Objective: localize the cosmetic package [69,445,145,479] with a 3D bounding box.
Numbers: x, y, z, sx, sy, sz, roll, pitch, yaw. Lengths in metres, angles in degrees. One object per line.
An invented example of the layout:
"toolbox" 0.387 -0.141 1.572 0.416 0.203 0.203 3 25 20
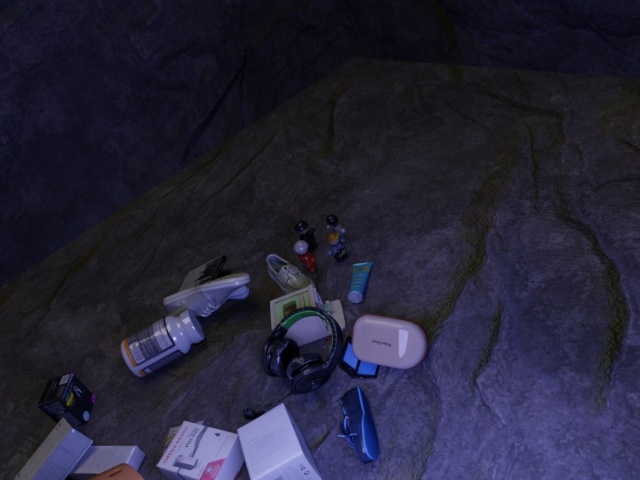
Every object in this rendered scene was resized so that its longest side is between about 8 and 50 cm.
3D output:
"cosmetic package" -0.689 0.719 1.730 0.239 0.060 0.099 -9 35 24

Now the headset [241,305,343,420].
"headset" -0.097 0.383 1.665 0.243 0.185 0.394 22 79 37

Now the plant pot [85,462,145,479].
"plant pot" -0.562 0.747 1.444 0.290 0.291 0.203 9 29 41

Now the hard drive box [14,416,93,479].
"hard drive box" -0.870 0.715 1.753 0.181 0.089 0.232 -7 42 56

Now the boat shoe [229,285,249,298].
"boat shoe" -0.401 0.201 2.236 0.226 0.076 0.083 -10 36 22

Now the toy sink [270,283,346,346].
"toy sink" -0.047 0.256 1.881 0.234 0.131 0.153 -21 34 7

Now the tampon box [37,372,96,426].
"tampon box" -0.923 0.588 1.969 0.101 0.161 0.120 -18 35 10

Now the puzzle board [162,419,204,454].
"puzzle board" -0.442 0.631 1.734 0.128 0.011 0.096 -16 35 13

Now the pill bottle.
"pill bottle" -0.593 0.383 2.037 0.278 0.162 0.162 -28 34 -5

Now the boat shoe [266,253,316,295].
"boat shoe" -0.131 0.143 2.122 0.109 0.094 0.302 -39 36 -20

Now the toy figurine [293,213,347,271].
"toy figurine" 0.000 0.000 2.185 0.209 0.148 0.213 -16 34 14

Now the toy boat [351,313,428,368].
"toy boat" 0.218 0.304 1.656 0.231 0.151 0.151 7 5 22

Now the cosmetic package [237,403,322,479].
"cosmetic package" -0.113 0.582 1.461 0.151 0.151 0.184 -28 35 -5

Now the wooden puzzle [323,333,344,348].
"wooden puzzle" 0.045 0.341 1.818 0.083 0.006 0.049 -28 34 -4

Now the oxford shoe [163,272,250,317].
"oxford shoe" -0.440 0.227 2.123 0.449 0.130 0.169 -22 -6 31

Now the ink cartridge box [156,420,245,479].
"ink cartridge box" -0.344 0.638 1.583 0.217 0.092 0.159 0 41 30

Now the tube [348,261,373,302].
"tube" 0.144 0.146 1.990 0.080 0.052 0.207 -3 32 15

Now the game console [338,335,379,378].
"game console" 0.127 0.363 1.680 0.071 0.107 0.122 -36 21 41

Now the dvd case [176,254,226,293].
"dvd case" -0.525 0.167 2.353 0.238 0.029 0.179 -26 29 30

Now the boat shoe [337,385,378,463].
"boat shoe" 0.100 0.517 1.481 0.089 0.109 0.258 -28 17 9
